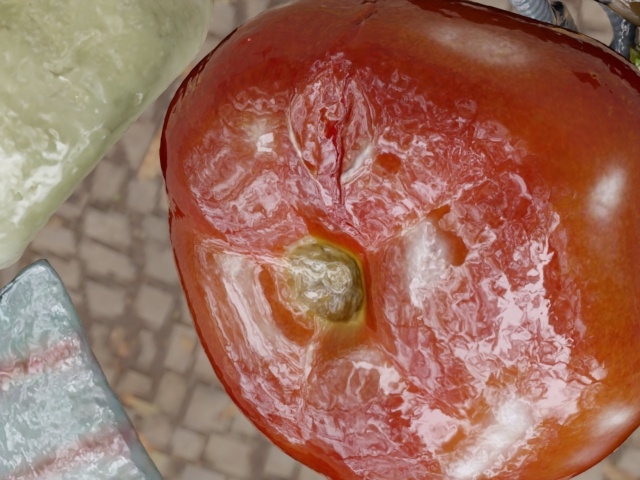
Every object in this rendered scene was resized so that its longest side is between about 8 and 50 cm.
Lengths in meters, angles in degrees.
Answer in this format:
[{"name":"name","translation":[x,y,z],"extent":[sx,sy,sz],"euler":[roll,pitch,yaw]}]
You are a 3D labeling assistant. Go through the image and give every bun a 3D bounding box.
[{"name":"bun","translation":[-0.256,-0.147,1.566],"extent":[0.227,0.352,0.349],"euler":[40,146,-16]}]

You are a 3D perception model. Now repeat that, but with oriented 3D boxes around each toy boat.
[{"name":"toy boat","translation":[-0.148,0.154,1.227],"extent":[0.206,0.096,0.282],"euler":[-23,99,26]}]

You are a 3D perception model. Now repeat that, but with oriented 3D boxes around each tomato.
[{"name":"tomato","translation":[0.061,-0.003,1.030],"extent":[0.298,0.226,0.298],"euler":[18,122,31]}]

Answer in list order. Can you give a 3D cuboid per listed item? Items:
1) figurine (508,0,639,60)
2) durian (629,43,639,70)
[{"name":"figurine","translation":[0.110,-0.292,1.391],"extent":[0.382,0.186,0.261],"euler":[26,147,-9]},{"name":"durian","translation":[0.306,-0.028,1.409],"extent":[0.291,0.291,0.224],"euler":[39,141,-17]}]
